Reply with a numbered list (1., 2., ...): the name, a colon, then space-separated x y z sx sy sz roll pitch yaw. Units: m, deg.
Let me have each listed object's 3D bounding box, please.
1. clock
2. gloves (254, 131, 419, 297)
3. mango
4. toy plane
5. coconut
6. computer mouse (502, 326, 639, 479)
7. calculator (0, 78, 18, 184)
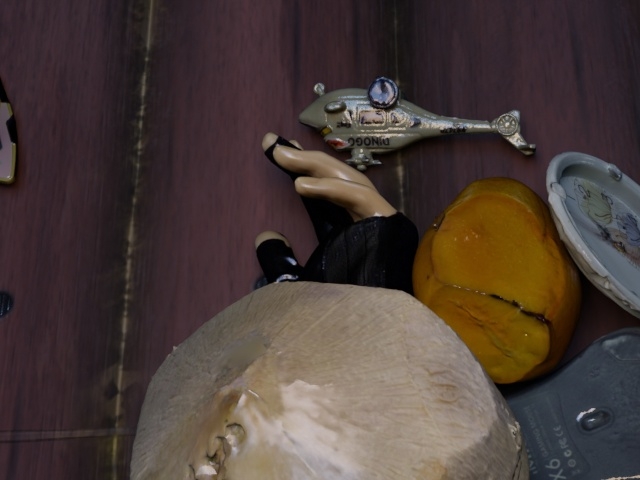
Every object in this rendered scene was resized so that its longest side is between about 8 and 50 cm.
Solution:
1. clock: 0.318 0.008 1.218 0.053 0.236 0.236 -47 57 35
2. gloves: 0.006 0.005 1.278 0.197 0.152 0.301 -40 64 32
3. mango: 0.197 0.030 1.225 0.187 0.138 0.257 33 38 3
4. toy plane: 0.113 -0.137 1.368 0.286 0.092 0.108 1 86 11
5. coconut: -0.004 0.203 1.034 0.346 0.360 0.346 -18 48 21
6. computer mouse: 0.242 0.215 1.178 0.379 0.090 0.167 -22 53 12
7. calculator: -0.474 -0.144 1.496 0.157 0.033 0.236 -22 61 0
